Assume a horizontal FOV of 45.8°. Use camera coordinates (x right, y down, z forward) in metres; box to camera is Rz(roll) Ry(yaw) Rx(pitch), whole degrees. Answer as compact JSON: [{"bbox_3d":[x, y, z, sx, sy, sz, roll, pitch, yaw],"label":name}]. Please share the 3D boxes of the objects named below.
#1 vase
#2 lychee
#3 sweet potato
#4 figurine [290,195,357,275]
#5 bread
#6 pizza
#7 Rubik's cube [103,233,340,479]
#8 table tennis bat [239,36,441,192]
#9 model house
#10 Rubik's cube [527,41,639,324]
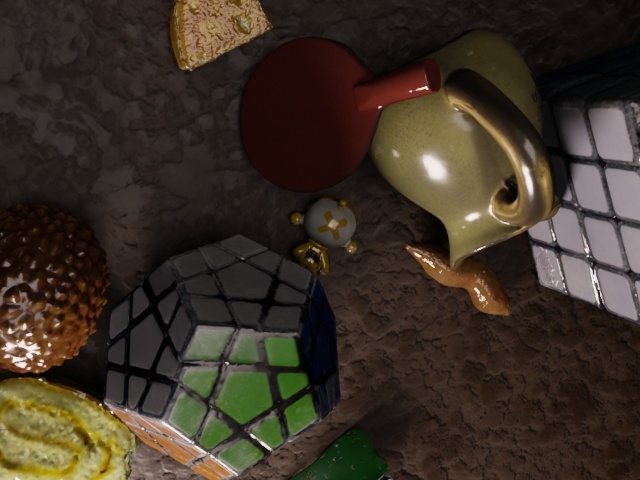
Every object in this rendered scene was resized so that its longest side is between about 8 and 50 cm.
[{"bbox_3d":[0.208,-0.111,0.992,0.241,0.329,0.302,-28,100,-5],"label":"vase"},{"bbox_3d":[-0.370,0.066,0.939,0.200,0.200,0.238,42,75,-19],"label":"lychee"},{"bbox_3d":[0.221,0.052,1.178,0.218,0.051,0.065,33,76,-18],"label":"sweet potato"},{"bbox_3d":[-0.005,-0.001,1.099,0.143,0.068,0.101,-37,101,11],"label":"figurine"},{"bbox_3d":[-0.363,0.270,0.993,0.257,0.124,0.185,20,79,-35],"label":"bread"},{"bbox_3d":[-0.134,-0.300,1.014,0.134,0.046,0.175,25,93,-18],"label":"pizza"},{"bbox_3d":[-0.121,0.152,0.985,0.264,0.319,0.318,-7,103,12],"label":"Rubik's cube"},{"bbox_3d":[0.010,-0.169,0.968,0.038,0.310,0.200,-12,91,-53],"label":"table tennis bat"},{"bbox_3d":[0.036,0.388,1.166,0.167,0.117,0.088,-39,124,-8],"label":"model house"},{"bbox_3d":[0.502,-0.105,1.082,0.345,0.337,0.343,-22,105,-13],"label":"Rubik's cube"}]
